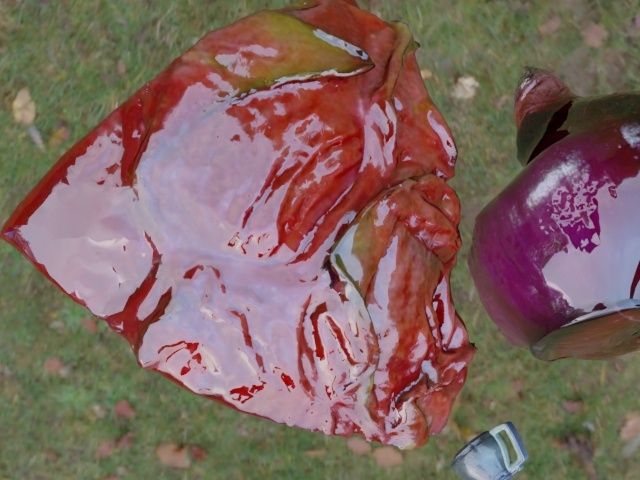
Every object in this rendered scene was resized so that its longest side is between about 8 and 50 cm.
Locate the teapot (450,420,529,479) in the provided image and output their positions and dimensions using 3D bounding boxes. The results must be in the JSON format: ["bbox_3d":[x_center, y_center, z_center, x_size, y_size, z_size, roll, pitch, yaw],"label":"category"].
[{"bbox_3d":[0.187,0.236,1.183,0.057,0.066,0.088,51,121,20],"label":"teapot"}]

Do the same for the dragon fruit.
[{"bbox_3d":[0.000,0.000,0.802,0.302,0.240,0.330,-42,98,4],"label":"dragon fruit"}]

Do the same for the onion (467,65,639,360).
[{"bbox_3d":[0.350,-0.072,1.381,0.399,0.420,0.398,-20,159,-8],"label":"onion"}]
